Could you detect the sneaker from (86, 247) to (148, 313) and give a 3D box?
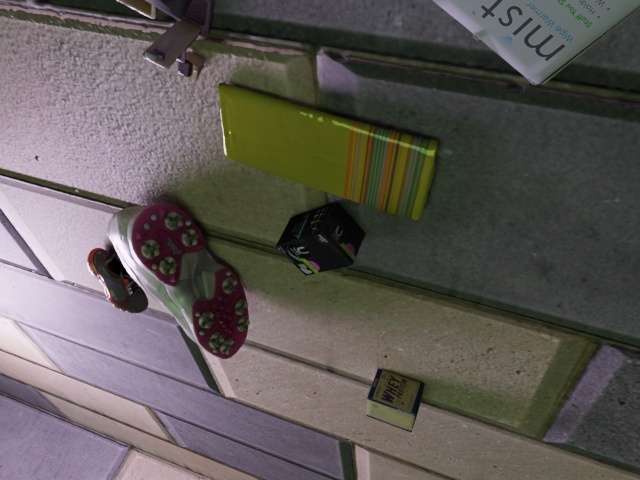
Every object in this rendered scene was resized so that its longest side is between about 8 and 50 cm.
[{"bbox_3d":[-0.350,0.077,1.018,0.065,0.061,0.158,-4,136,28],"label":"sneaker"}]

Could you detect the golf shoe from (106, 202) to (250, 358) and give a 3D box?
[{"bbox_3d":[-0.214,0.062,0.882,0.140,0.115,0.306,10,137,39],"label":"golf shoe"}]

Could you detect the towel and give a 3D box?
[{"bbox_3d":[0.004,-0.096,0.601,0.237,0.021,0.102,19,139,13],"label":"towel"}]

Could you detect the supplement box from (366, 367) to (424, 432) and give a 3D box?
[{"bbox_3d":[0.125,0.269,0.958,0.083,0.056,0.083,16,144,16],"label":"supplement box"}]

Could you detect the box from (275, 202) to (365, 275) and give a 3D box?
[{"bbox_3d":[0.000,0.000,0.694,0.083,0.052,0.062,-15,129,43],"label":"box"}]

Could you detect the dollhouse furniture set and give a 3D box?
[{"bbox_3d":[-0.173,-0.194,0.530,0.114,0.081,0.091,27,145,-1],"label":"dollhouse furniture set"}]

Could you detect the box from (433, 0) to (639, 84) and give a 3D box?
[{"bbox_3d":[0.096,-0.243,0.252,0.262,0.126,0.231,34,145,-11],"label":"box"}]

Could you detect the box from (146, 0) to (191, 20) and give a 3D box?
[{"bbox_3d":[-0.242,-0.266,0.241,0.318,0.097,0.395,33,-173,6],"label":"box"}]
